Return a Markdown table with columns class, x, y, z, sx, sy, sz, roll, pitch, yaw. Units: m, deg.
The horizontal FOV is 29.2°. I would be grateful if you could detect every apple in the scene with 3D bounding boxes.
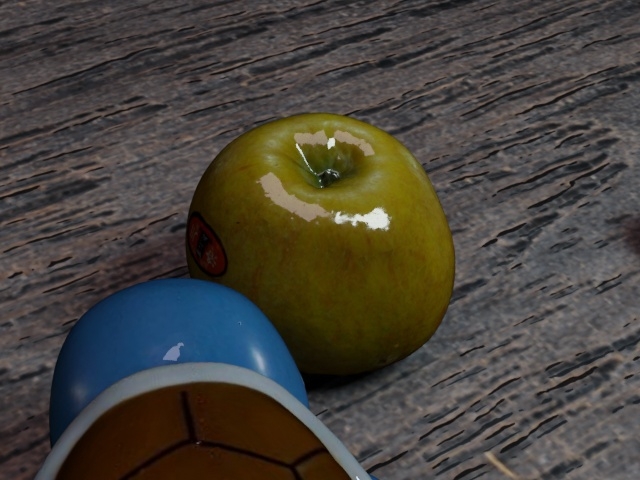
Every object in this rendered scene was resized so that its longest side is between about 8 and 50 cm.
| class | x | y | z | sx | sy | sz | roll | pitch | yaw |
| --- | --- | --- | --- | --- | --- | --- | --- | --- | --- |
| apple | 0.000 | 0.000 | 0.822 | 0.182 | 0.155 | 0.182 | 2 | 39 | -2 |

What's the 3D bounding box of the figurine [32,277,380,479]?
| class | x | y | z | sx | sy | sz | roll | pitch | yaw |
| --- | --- | --- | --- | --- | --- | --- | --- | --- | --- |
| figurine | -0.062 | 0.190 | 0.593 | 0.297 | 0.243 | 0.416 | -14 | 23 | -6 |
